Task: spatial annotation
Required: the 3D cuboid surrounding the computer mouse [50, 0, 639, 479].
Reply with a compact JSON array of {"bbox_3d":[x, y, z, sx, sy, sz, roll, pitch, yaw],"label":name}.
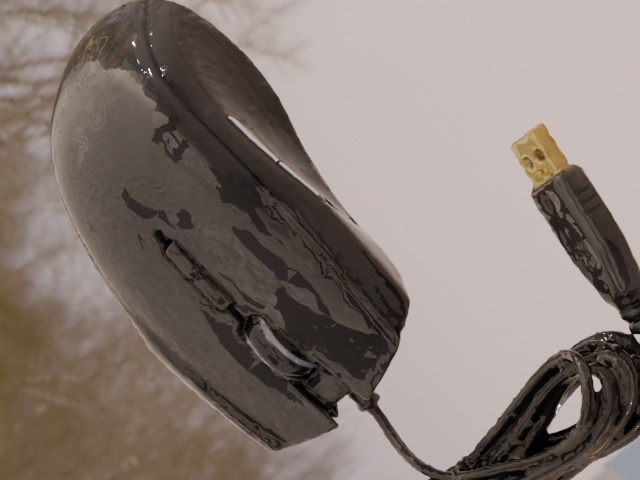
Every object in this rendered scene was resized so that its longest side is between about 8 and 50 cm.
[{"bbox_3d":[0.000,0.000,0.601,0.262,0.184,0.060,58,28,12],"label":"computer mouse"}]
